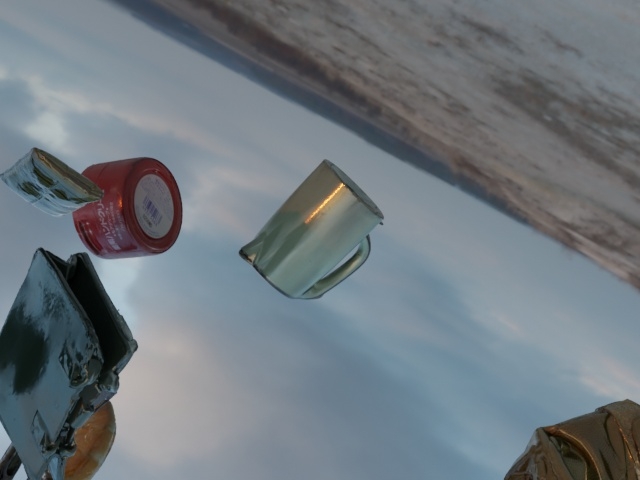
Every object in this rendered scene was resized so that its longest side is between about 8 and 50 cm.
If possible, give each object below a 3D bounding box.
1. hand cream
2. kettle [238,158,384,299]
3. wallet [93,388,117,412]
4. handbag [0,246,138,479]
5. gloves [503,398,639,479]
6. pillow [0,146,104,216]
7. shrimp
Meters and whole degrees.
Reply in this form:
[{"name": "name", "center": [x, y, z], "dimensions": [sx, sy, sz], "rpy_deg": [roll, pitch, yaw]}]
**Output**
[{"name": "hand cream", "center": [-0.359, -0.060, 1.556], "dimensions": [0.125, 0.193, 0.193], "rpy_deg": [-7, 171, 26]}, {"name": "kettle", "center": [0.000, 0.000, 1.643], "dimensions": [0.240, 0.255, 0.165], "rpy_deg": [37, -170, -37]}, {"name": "wallet", "center": [-0.395, 0.246, 1.343], "dimensions": [0.030, 0.111, 0.166], "rpy_deg": [17, -149, 24]}, {"name": "handbag", "center": [-0.368, 0.168, 1.140], "dimensions": [0.079, 0.247, 0.260], "rpy_deg": [13, -156, -42]}, {"name": "gloves", "center": [0.280, 0.297, 0.942], "dimensions": [0.331, 0.154, 0.141], "rpy_deg": [-23, -143, -37]}, {"name": "pillow", "center": [-0.384, -0.076, 1.166], "dimensions": [0.113, 0.038, 0.203], "rpy_deg": [38, 155, -22]}, {"name": "shrimp", "center": [-0.593, 0.487, 1.665], "dimensions": [0.272, 0.445, 0.085], "rpy_deg": [9, 143, 40]}]
